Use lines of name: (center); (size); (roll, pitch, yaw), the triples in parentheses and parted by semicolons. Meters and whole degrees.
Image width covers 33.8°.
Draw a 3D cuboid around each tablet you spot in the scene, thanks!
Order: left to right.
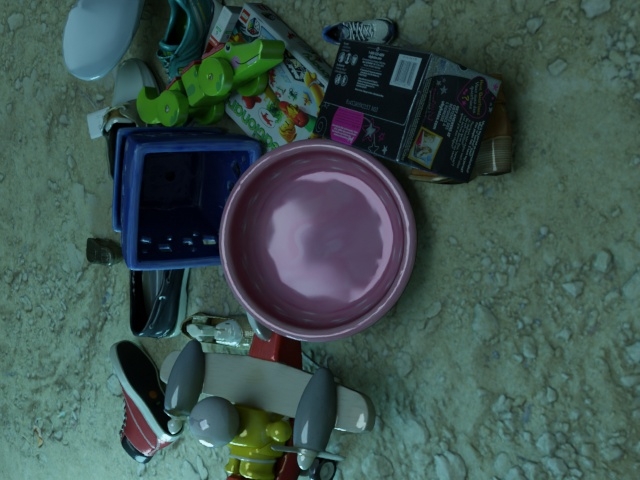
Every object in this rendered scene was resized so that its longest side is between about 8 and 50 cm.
tablet: (-0.470, -0.251, 2.245); (0.083, 0.006, 0.054); (-11, 90, 43)

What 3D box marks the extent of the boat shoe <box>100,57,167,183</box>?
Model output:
boat shoe: (-0.367, -0.229, 2.057); (0.113, 0.103, 0.302); (-24, 67, 32)

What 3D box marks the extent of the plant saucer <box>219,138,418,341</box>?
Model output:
plant saucer: (0.000, 0.000, 1.741); (0.332, 0.084, 0.332); (0, 89, 14)

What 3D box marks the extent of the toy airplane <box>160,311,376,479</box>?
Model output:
toy airplane: (-0.112, 0.270, 1.830); (0.384, 0.272, 0.386); (56, 128, 21)

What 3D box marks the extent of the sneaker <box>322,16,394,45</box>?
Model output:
sneaker: (0.059, -0.337, 1.722); (0.135, 0.058, 0.052); (2, 98, 41)

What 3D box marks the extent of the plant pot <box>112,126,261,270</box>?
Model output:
plant pot: (-0.257, -0.093, 1.915); (0.212, 0.236, 0.236); (-141, 53, -59)

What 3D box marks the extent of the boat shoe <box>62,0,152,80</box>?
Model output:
boat shoe: (-0.390, -0.486, 2.045); (0.136, 0.156, 0.367); (20, 100, 1)

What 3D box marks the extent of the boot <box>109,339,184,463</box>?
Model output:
boot: (-0.404, 0.346, 2.232); (0.176, 0.088, 0.244); (-42, 73, 39)

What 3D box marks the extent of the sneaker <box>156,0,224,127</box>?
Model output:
sneaker: (-0.265, -0.342, 1.977); (0.107, 0.110, 0.275); (25, 114, 36)

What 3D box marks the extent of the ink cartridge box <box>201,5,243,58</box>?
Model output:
ink cartridge box: (-0.167, -0.371, 1.915); (0.029, 0.063, 0.115); (48, 125, 28)

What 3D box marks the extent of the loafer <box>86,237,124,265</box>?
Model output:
loafer: (-0.461, 0.027, 2.256); (0.148, 0.050, 0.056); (22, 109, 54)

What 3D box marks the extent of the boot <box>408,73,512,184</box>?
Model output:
boot: (0.213, -0.167, 1.613); (0.197, 0.073, 0.152); (-9, 83, 44)

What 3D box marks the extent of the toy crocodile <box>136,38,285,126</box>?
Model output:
toy crocodile: (-0.196, -0.279, 1.849); (0.340, 0.115, 0.105); (-25, 81, 43)

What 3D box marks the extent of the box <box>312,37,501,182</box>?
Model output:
box: (0.125, -0.199, 1.567); (0.247, 0.142, 0.163); (27, 100, 56)

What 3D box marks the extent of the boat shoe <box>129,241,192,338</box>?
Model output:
boat shoe: (-0.337, 0.036, 2.099); (0.127, 0.113, 0.340); (20, 110, 40)

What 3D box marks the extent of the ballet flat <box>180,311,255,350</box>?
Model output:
ballet flat: (-0.193, 0.178, 2.025); (0.206, 0.067, 0.073); (-2, 95, 42)

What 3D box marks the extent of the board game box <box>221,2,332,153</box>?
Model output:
board game box: (-0.066, -0.253, 1.850); (0.305, 0.053, 0.193); (47, 125, 26)
